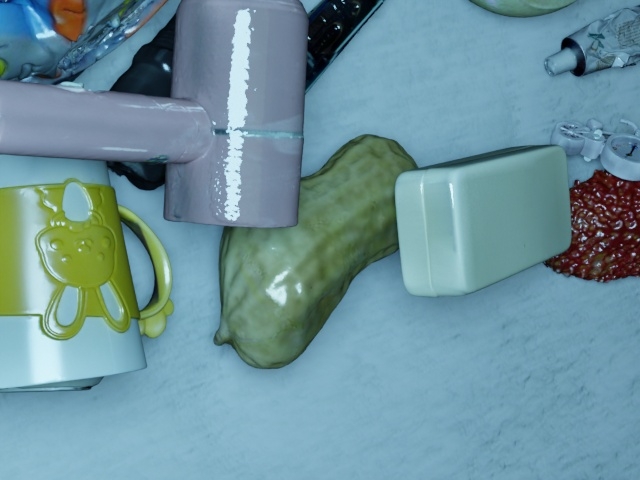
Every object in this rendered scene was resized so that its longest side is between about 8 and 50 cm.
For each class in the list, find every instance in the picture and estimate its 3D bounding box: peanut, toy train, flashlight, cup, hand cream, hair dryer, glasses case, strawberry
[{"bbox_3d":[-0.007,-0.005,1.196,0.291,0.143,0.159,-45,115,-24],"label":"peanut"},{"bbox_3d":[0.001,-0.222,1.251,0.052,0.051,0.234,47,67,-21],"label":"toy train"},{"bbox_3d":[-0.092,-0.239,1.182,0.103,0.103,0.424,40,70,-23],"label":"flashlight"},{"bbox_3d":[-0.238,0.025,1.062,0.241,0.185,0.226,-5,87,-45],"label":"cup"},{"bbox_3d":[0.382,-0.256,1.463,0.257,0.050,0.084,-21,97,-30],"label":"hand cream"},{"bbox_3d":[-0.150,-0.118,0.977,0.352,0.125,0.210,-1,97,-49],"label":"hair dryer"},{"bbox_3d":[0.186,-0.029,1.264,0.313,0.070,0.131,-17,103,-56],"label":"glasses case"},{"bbox_3d":[0.374,-0.010,1.435,0.208,0.087,0.167,-34,107,-23],"label":"strawberry"}]

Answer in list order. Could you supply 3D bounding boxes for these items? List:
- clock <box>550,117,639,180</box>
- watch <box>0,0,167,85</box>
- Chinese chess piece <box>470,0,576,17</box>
[{"bbox_3d":[0.349,-0.118,1.422,0.129,0.041,0.087,19,40,9],"label":"clock"},{"bbox_3d":[-0.294,-0.268,1.008,0.305,0.241,0.274,-35,90,-33],"label":"watch"},{"bbox_3d":[0.238,-0.379,1.315,0.250,0.101,0.250,-14,114,-34],"label":"Chinese chess piece"}]
